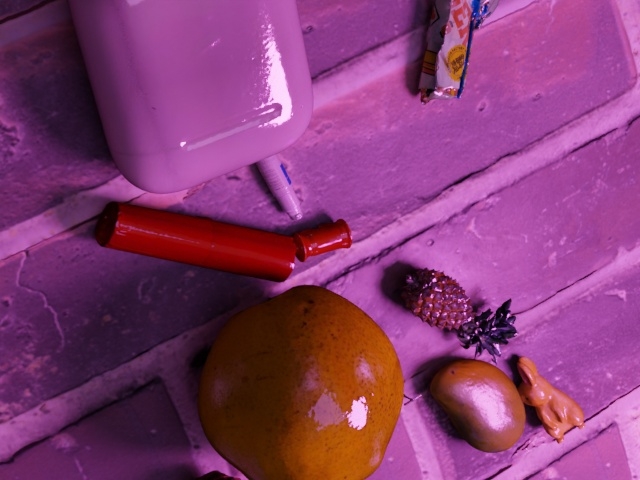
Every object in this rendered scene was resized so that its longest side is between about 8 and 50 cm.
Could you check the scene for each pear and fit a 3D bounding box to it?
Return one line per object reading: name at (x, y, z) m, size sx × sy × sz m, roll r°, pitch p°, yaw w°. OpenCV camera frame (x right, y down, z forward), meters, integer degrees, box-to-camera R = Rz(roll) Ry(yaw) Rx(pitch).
pear at (-0.027, 0.206, 1.604) m, size 0.294 × 0.294 × 0.294 m, roll -6°, pitch 104°, yaw -26°

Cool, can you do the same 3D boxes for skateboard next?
skateboard at (0.119, 0.221, 1.781) m, size 0.032 × 0.083 × 0.063 m, roll -23°, pitch 110°, yaw -20°

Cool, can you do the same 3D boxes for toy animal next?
toy animal at (0.371, 0.258, 1.937) m, size 0.070 × 0.083 × 0.159 m, roll -39°, pitch 106°, yaw 14°

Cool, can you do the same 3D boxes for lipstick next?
lipstick at (-0.169, 0.002, 1.597) m, size 0.280 × 0.073 × 0.073 m, roll 12°, pitch 95°, yaw -29°

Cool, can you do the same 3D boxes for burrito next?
burrito at (0.215, -0.339, 1.726) m, size 0.104 × 0.054 × 0.287 m, roll 6°, pitch 98°, yaw -28°

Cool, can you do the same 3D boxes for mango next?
mango at (0.262, 0.261, 1.862) m, size 0.122 × 0.085 × 0.191 m, roll -40°, pitch 117°, yaw -11°

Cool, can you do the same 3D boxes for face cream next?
face cream at (-0.062, -0.087, 1.651) m, size 0.034 × 0.034 × 0.130 m, roll -34°, pitch 113°, yaw -17°

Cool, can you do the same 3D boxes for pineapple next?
pineapple at (0.214, 0.105, 1.802) m, size 0.221 × 0.083 × 0.103 m, roll 32°, pitch 57°, yaw -26°

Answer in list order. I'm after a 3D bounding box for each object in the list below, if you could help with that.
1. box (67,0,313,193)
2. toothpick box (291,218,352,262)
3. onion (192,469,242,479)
box at (-0.159, -0.244, 1.482) m, size 0.289 × 0.141 × 0.348 m, roll -24°, pitch 123°, yaw -20°
toothpick box at (0.000, 0.000, 1.694) m, size 0.083 × 0.047 × 0.047 m, roll -16°, pitch 108°, yaw -22°
onion at (-0.108, 0.488, 1.656) m, size 0.281 × 0.221 × 0.280 m, roll 0°, pitch 90°, yaw 0°
